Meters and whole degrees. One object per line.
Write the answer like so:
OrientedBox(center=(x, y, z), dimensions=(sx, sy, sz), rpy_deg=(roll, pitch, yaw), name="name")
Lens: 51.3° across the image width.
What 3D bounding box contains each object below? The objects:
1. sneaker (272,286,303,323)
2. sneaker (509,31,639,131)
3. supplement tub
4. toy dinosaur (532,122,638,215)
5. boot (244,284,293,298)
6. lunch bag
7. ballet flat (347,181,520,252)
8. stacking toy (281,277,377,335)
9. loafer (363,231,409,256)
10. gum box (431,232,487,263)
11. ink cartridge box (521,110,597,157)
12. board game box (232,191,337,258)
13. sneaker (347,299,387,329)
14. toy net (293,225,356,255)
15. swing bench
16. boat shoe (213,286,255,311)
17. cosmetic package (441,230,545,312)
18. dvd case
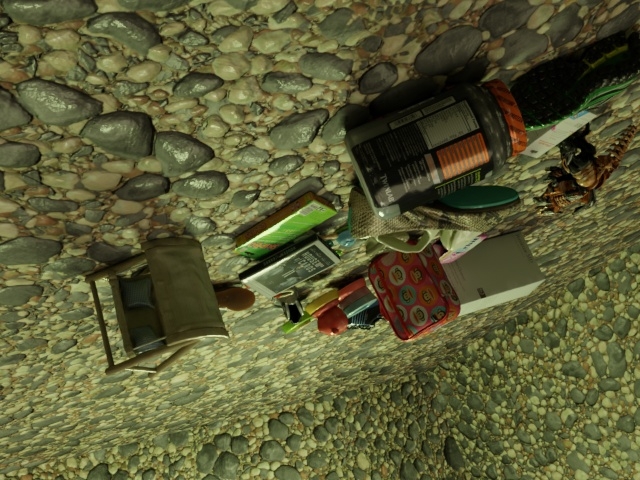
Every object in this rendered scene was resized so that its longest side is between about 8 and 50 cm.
OrientedBox(center=(-0.098, 0.210, 2.088), dimensions=(0.086, 0.132, 0.229), rpy_deg=(-19, 157, -5), name="sneaker")
OrientedBox(center=(0.562, -0.321, 1.479), dimensions=(0.343, 0.134, 0.146), rpy_deg=(-23, 158, 1), name="sneaker")
OrientedBox(center=(0.235, -0.193, 1.382), dimensions=(0.338, 0.207, 0.207), rpy_deg=(-23, 158, 3), name="supplement tub")
OrientedBox(center=(0.693, -0.195, 1.769), dimensions=(0.322, 0.218, 0.164), rpy_deg=(-32, 155, 24), name="toy dinosaur")
OrientedBox(center=(-0.149, 0.130, 1.929), dimensions=(0.157, 0.085, 0.059), rpy_deg=(-4, 154, -32), name="boot")
OrientedBox(center=(0.281, 0.164, 2.119), dimensions=(0.120, 0.293, 0.258), rpy_deg=(-2, 150, -48), name="lunch bag")
OrientedBox(center=(0.285, -0.056, 1.715), dimensions=(0.482, 0.164, 0.182), rpy_deg=(-1, 114, -22), name="ballet flat")
OrientedBox(center=(0.038, 0.260, 2.229), dimensions=(0.279, 0.130, 0.309), rpy_deg=(-40, 166, 36), name="stacking toy")
OrientedBox(center=(0.185, -0.017, 1.893), dimensions=(0.101, 0.092, 0.268), rpy_deg=(-11, 172, -13), name="loafer")
OrientedBox(center=(0.451, 0.006, 2.209), dimensions=(0.107, 0.062, 0.188), rpy_deg=(-3, 151, -38), name="gum box")
OrientedBox(center=(0.579, -0.287, 1.663), dimensions=(0.104, 0.062, 0.181), rpy_deg=(4, 146, -45), name="ink cartridge box")
OrientedBox(center=(-0.095, -0.032, 1.676), dimensions=(0.259, 0.039, 0.124), rpy_deg=(-33, 154, 19), name="board game box")
OrientedBox(center=(0.152, 0.314, 2.600), dimensions=(0.232, 0.090, 0.081), rpy_deg=(-24, 158, 5), name="sneaker")
OrientedBox(center=(0.000, 0.000, 1.826), dimensions=(0.232, 0.045, 0.122), rpy_deg=(6, 147, -46), name="toy net")
OrientedBox(center=(-0.379, 0.154, 1.555), dimensions=(0.254, 0.253, 0.165), rpy_deg=(-29, 156, 17), name="swing bench")
OrientedBox(center=(-0.288, 0.166, 1.918), dimensions=(0.207, 0.073, 0.073), rpy_deg=(3, -175, -40), name="boat shoe")
OrientedBox(center=(0.578, 0.126, 2.401), dimensions=(0.385, 0.217, 0.156), rpy_deg=(-17, 157, -16), name="cosmetic package")
OrientedBox(center=(-0.080, 0.073, 1.804), dimensions=(0.238, 0.030, 0.179), rpy_deg=(-27, 152, 11), name="dvd case")
